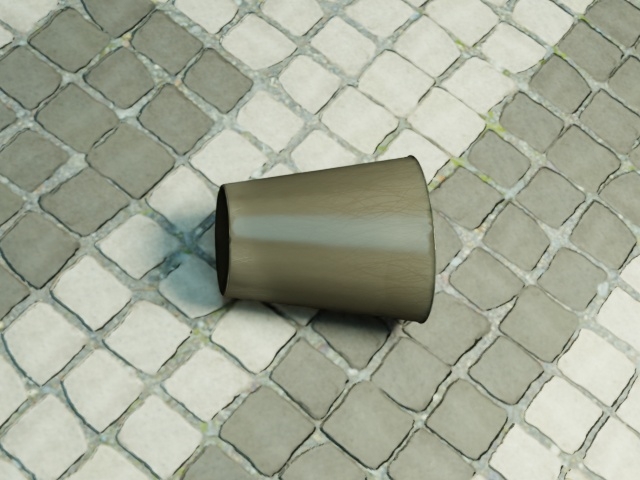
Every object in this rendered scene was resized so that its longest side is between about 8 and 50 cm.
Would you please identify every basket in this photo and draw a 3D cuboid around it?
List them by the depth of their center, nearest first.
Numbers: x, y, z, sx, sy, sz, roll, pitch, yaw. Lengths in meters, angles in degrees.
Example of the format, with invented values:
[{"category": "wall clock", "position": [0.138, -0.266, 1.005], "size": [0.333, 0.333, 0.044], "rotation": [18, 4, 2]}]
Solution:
[{"category": "basket", "position": [0.000, 0.000, 1.629], "size": [0.227, 0.154, 0.204], "rotation": [-1, 62, -12]}]

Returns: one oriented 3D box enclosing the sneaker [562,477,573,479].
[{"category": "sneaker", "position": [0.271, 0.352, 1.541], "size": [0.084, 0.069, 0.185], "rotation": [-21, 65, -8]}]
